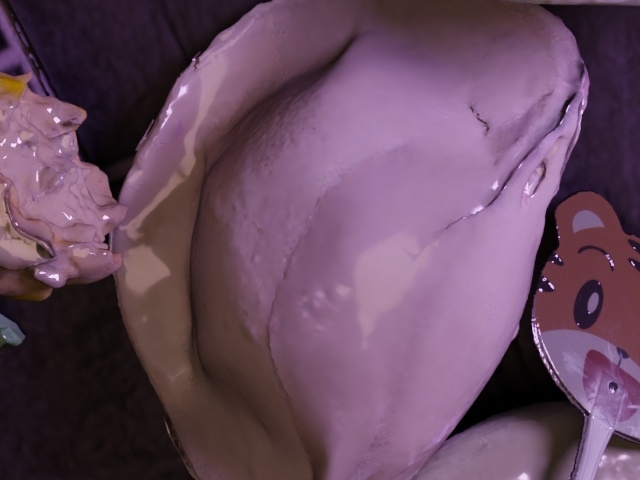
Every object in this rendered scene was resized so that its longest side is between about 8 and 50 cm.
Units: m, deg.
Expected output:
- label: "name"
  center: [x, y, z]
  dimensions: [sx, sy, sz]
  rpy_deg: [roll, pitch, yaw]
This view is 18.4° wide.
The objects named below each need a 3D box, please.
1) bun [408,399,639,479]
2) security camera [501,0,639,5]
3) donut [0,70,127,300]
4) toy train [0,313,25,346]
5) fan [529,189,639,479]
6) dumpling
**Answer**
- label: "bun"
  center: [0.152, 0.254, 1.232]
  dimensions: [0.293, 0.293, 0.187]
  rpy_deg: [14, 149, 1]
- label: "security camera"
  center: [0.172, -0.253, 1.081]
  dimensions: [0.195, 0.194, 0.236]
  rpy_deg: [-2, 103, 6]
- label: "donut"
  center: [-0.214, -0.164, 1.154]
  dimensions: [0.307, 0.150, 0.371]
  rpy_deg: [19, 106, 3]
- label: "toy train"
  center: [-0.269, 0.033, 1.274]
  dimensions: [0.099, 0.081, 0.149]
  rpy_deg: [-38, 95, 17]
- label: "fan"
  center: [0.173, 0.088, 1.185]
  dimensions: [0.152, 0.226, 0.008]
  rpy_deg: [35, 148, -20]
- label: "dumpling"
  center: [-0.001, 0.003, 1.194]
  dimensions: [0.260, 0.181, 0.341]
  rpy_deg: [33, 126, 22]
